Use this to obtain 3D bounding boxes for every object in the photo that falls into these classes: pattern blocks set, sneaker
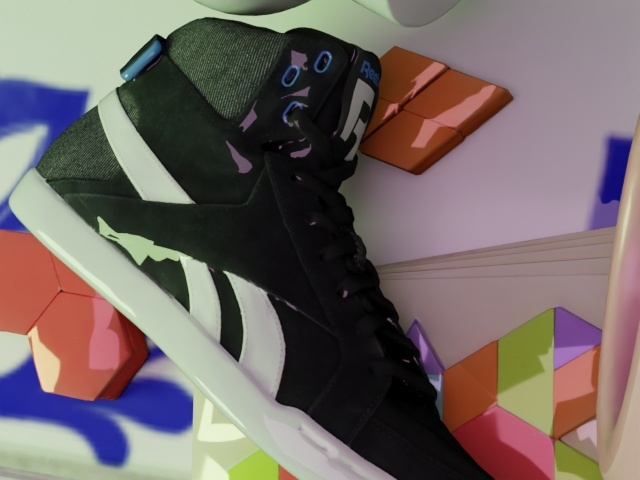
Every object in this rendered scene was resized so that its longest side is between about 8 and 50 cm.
[{"bbox_3d":[0.035,0.074,0.639,0.325,0.026,0.285,-18,76,16],"label":"pattern blocks set"},{"bbox_3d":[0.000,0.000,0.607,0.217,0.079,0.121,38,93,25],"label":"sneaker"}]

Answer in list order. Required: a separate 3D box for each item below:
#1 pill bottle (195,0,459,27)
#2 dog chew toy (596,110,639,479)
[{"bbox_3d":[-0.054,-0.174,0.646,0.264,0.146,0.146,31,93,22],"label":"pill bottle"},{"bbox_3d":[0.242,0.029,0.461,0.331,0.206,0.207,8,84,5],"label":"dog chew toy"}]
